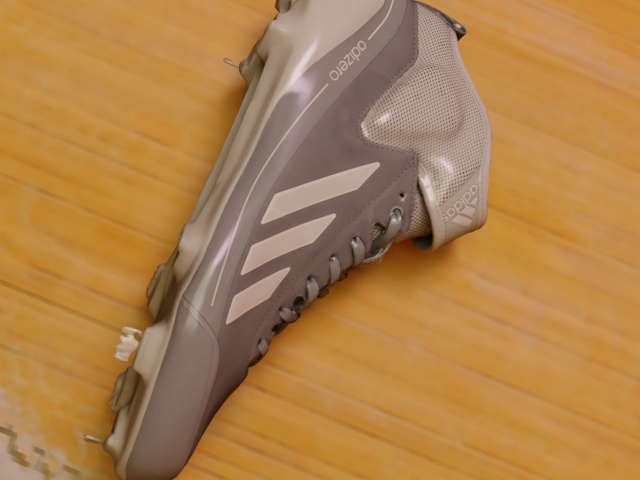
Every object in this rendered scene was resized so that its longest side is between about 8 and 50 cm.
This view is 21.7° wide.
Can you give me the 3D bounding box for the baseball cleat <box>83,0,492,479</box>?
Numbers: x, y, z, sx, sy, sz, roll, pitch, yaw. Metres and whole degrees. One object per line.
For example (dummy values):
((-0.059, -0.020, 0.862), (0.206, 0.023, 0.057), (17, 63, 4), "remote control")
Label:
((0.000, 0.000, 0.589), (0.109, 0.072, 0.206), (23, 76, -9), "baseball cleat")
